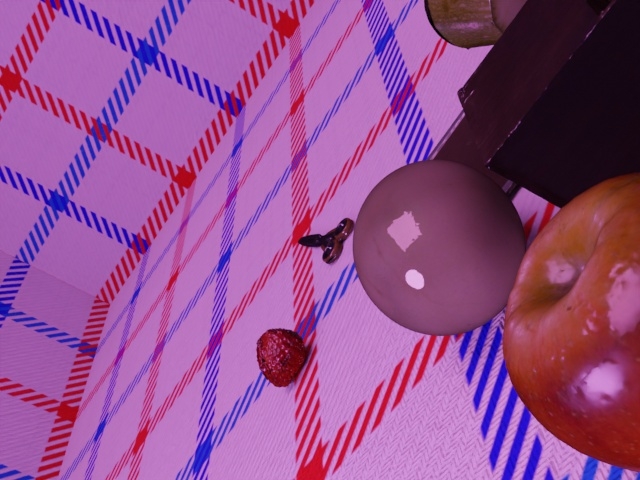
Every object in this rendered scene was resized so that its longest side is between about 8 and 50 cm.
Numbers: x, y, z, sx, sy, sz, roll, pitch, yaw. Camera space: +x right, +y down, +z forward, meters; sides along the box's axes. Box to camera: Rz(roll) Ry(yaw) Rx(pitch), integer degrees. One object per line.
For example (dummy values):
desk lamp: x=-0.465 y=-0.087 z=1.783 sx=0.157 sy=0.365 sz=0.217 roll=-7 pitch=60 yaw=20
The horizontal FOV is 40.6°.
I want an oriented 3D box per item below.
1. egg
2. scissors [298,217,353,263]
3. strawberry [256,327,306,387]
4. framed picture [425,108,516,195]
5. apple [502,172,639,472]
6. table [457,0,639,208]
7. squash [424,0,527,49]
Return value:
egg: x=0.127 y=0.004 z=0.949 sx=0.186 sy=0.186 sz=0.241 roll=-55 pitch=17 yaw=15
scissors: x=0.000 y=0.000 z=1.561 sx=0.088 sy=0.017 sz=0.220 roll=-64 pitch=18 yaw=-9
strawberry: x=-0.061 y=0.183 z=1.360 sx=0.083 sy=0.083 sz=0.096 roll=-177 pitch=83 yaw=-70
framed picture: x=0.205 y=-0.099 z=1.169 sx=0.216 sy=0.016 sz=0.273 roll=-54 pitch=20 yaw=16
apple: x=0.238 y=0.059 z=0.613 sx=0.210 sy=0.173 sz=0.234 roll=-55 pitch=10 yaw=33
table: x=0.267 y=-0.144 z=0.826 sx=0.193 sy=0.173 sz=0.169 roll=-55 pitch=19 yaw=27
squash: x=0.248 y=-0.351 z=1.232 sx=0.123 sy=0.170 sz=0.170 roll=32 pitch=93 yaw=53
